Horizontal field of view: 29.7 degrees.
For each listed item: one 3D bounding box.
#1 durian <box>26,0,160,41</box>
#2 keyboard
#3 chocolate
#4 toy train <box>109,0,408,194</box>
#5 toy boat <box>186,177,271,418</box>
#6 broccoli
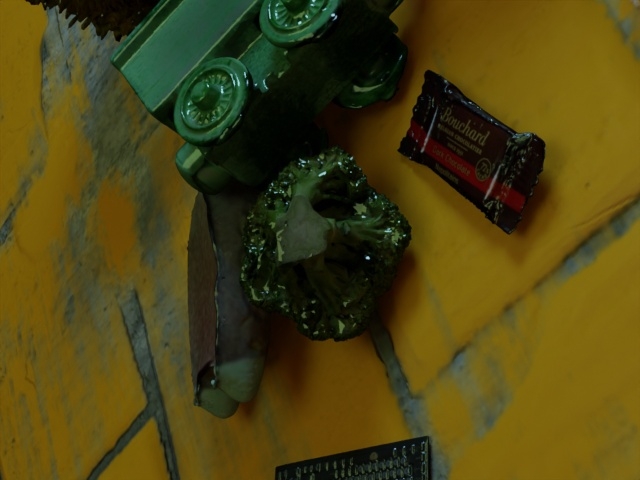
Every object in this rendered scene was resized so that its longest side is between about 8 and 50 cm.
[{"bbox_3d":[-0.209,-0.332,1.310,0.293,0.258,0.258,11,88,46],"label":"durian"},{"bbox_3d":[0.023,0.212,1.035,0.198,0.010,0.063,-22,61,45],"label":"keyboard"},{"bbox_3d":[0.122,-0.076,0.991,0.182,0.028,0.086,40,117,50],"label":"chocolate"},{"bbox_3d":[-0.047,-0.171,1.102,0.266,0.145,0.202,-45,49,9],"label":"toy train"},{"bbox_3d":[-0.075,0.049,1.150,0.155,0.085,0.227,127,141,-66],"label":"toy boat"},{"bbox_3d":[0.000,0.000,1.036,0.146,0.138,0.162,24,86,14],"label":"broccoli"}]
